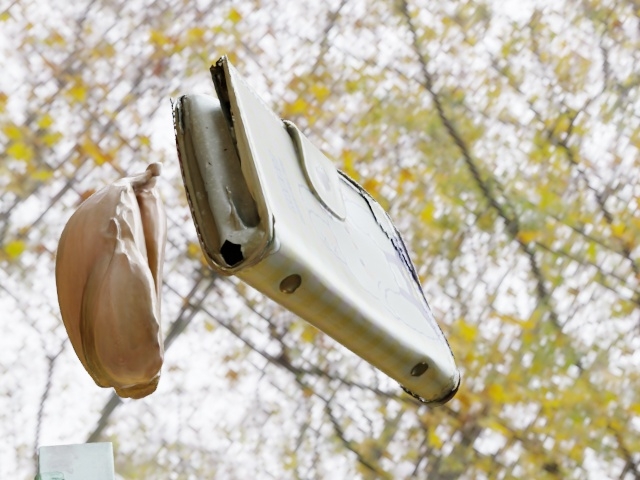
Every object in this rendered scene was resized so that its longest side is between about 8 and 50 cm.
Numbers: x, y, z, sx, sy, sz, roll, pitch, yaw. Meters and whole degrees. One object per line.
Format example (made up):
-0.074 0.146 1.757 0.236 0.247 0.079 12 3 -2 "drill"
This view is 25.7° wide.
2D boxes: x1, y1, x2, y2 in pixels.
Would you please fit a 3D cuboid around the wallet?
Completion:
0.000 0.000 1.200 0.077 0.223 0.309 -34 -39 16 "wallet"

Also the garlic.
-0.203 0.042 1.381 0.110 0.228 0.217 1 -16 -4 "garlic"

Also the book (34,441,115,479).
-0.315 0.308 1.802 0.103 0.135 0.017 -2 -58 -11 "book"
